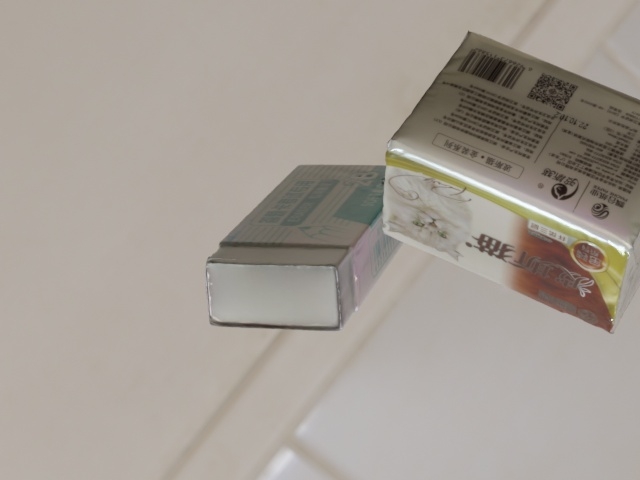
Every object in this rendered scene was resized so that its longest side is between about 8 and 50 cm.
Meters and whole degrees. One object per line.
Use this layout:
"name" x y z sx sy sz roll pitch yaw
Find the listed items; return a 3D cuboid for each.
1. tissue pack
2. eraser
"tissue pack" 0.124 -0.032 1.087 0.148 0.106 0.099 25 146 17
"eraser" 0.000 0.000 1.329 0.095 0.052 0.225 2 -160 16
